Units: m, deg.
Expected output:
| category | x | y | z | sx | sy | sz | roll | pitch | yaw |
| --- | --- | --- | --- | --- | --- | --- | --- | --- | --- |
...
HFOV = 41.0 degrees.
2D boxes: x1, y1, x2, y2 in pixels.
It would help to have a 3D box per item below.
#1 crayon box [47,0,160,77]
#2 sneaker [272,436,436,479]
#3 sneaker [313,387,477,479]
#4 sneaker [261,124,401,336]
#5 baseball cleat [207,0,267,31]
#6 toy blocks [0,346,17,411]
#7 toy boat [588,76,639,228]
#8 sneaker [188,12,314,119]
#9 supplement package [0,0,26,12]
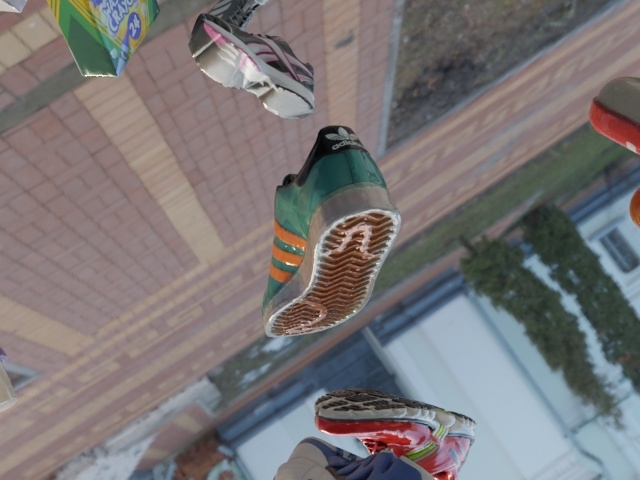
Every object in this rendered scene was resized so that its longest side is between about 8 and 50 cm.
| category | x | y | z | sx | sy | sz | roll | pitch | yaw |
| --- | --- | --- | --- | --- | --- | --- | --- | --- | --- |
| crayon box | -0.396 | -0.471 | 1.476 | 0.323 | 0.083 | 0.203 | 74 | 28 | -47 |
| sneaker | -0.012 | 0.290 | 0.804 | 0.182 | 0.127 | 0.315 | -39 | -177 | -26 |
| sneaker | 0.099 | 0.254 | 1.053 | 0.279 | 0.118 | 0.107 | 22 | 170 | -41 |
| sneaker | 0.000 | 0.000 | 0.906 | 0.108 | 0.121 | 0.302 | -2 | 149 | -21 |
| baseball cleat | -0.146 | -0.398 | 1.486 | 0.109 | 0.072 | 0.206 | -8 | -125 | 49 |
| toy blocks | -0.478 | 0.097 | 0.773 | 0.289 | 0.260 | 0.309 | -34 | 166 | 22 |
| toy boat | 0.390 | -0.074 | 0.931 | 0.151 | 0.231 | 0.151 | -7 | 125 | -41 |
| sneaker | -0.078 | -0.217 | 1.018 | 0.072 | 0.077 | 0.178 | -18 | 140 | 40 |
| supplement package | -0.443 | -0.417 | 0.973 | 0.262 | 0.145 | 0.204 | 27 | 82 | -49 |
